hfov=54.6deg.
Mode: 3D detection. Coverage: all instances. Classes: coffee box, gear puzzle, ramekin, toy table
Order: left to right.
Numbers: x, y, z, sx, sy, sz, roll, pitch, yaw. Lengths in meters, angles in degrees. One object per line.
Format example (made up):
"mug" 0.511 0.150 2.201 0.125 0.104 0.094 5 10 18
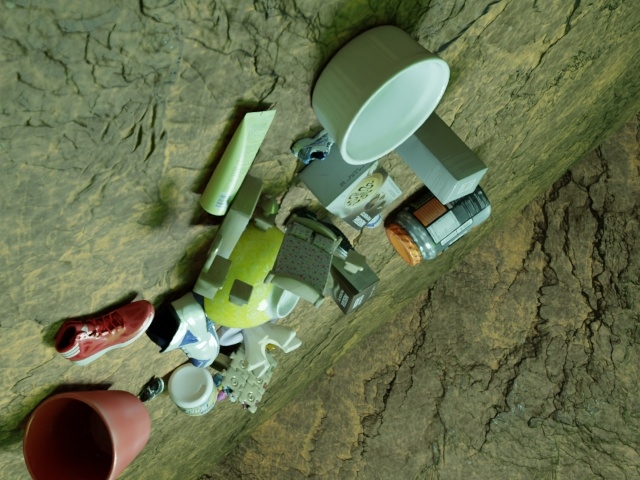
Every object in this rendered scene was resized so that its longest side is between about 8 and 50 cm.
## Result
"gear puzzle" -0.240 0.424 2.144 0.044 0.175 0.339 -33 -162 34
"toy table" -0.196 0.325 2.052 0.274 0.161 0.252 -23 155 -40
"coffee box" 0.048 0.075 1.802 0.098 0.246 0.141 -30 158 -23
"coffee box" 0.084 -0.143 1.580 0.168 0.119 0.297 -42 160 6
"ramekin" 0.115 -0.301 1.269 0.277 0.135 0.277 -33 160 -14

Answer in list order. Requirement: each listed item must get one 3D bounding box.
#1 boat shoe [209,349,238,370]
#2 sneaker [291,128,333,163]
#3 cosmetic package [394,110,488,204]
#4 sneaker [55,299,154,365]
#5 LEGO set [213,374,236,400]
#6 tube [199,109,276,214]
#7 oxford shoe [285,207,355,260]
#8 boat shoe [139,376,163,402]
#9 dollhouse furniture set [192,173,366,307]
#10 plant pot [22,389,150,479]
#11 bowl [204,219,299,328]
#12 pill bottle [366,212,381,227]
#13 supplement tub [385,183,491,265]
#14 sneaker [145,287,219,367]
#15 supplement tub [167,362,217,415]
"boat shoe" -0.303 0.434 2.211 0.098 0.109 0.302 -70 154 -17
"sneaker" 0.002 -0.207 1.389 0.135 0.058 0.052 -29 158 -26
"cosmetic package" 0.305 -0.224 1.623 0.127 0.238 0.107 -23 152 -31
"sneaker" -0.483 0.198 1.382 0.221 0.087 0.128 -37 162 -9
"LEGO set" -0.383 0.582 2.386 0.093 0.087 0.227 -51 162 -11
"tube" -0.165 -0.157 1.217 0.062 0.070 0.240 21 125 -20
"oxford shoe" 0.000 0.000 1.695 0.227 0.082 0.096 33 123 -23
"boat shoe" -0.534 0.471 1.950 0.038 0.046 0.125 -22 163 -50
"dollhouse furniture set" -0.051 0.031 1.357 0.174 0.356 0.303 -56 -167 43
"plant pot" -0.599 0.520 1.657 0.275 0.275 0.243 -43 170 10
"bowl" -0.137 0.107 1.538 0.289 0.156 0.289 -49 154 -35
"pill bottle" 0.147 -0.085 1.897 0.067 0.067 0.120 -39 160 1
"supplement tub" 0.409 -0.073 2.177 0.338 0.207 0.207 -36 160 -7
"sneaker" -0.371 0.238 1.636 0.182 0.127 0.315 -23 148 -29
"supplement tub" -0.420 0.501 2.060 0.144 0.144 0.199 -33 159 -17
